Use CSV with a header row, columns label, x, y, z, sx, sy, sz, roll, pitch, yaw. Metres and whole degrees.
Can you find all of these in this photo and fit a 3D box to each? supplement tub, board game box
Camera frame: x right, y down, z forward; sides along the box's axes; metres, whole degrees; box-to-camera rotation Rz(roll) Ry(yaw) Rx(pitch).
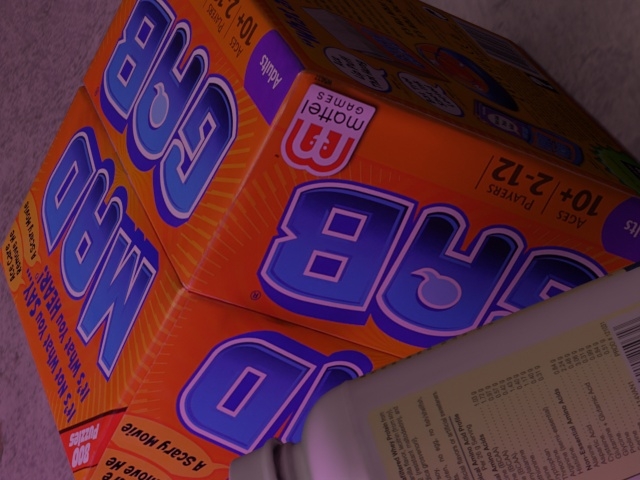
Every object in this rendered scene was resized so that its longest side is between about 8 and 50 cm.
label,x,y,z,sx,sy,sz,roll,pitch,yaw
supplement tub,0.130,0.167,1.156,0.324,0.235,0.235,-23,42,4
board game box,0.000,0.000,1.490,0.356,0.356,0.356,-61,30,18
